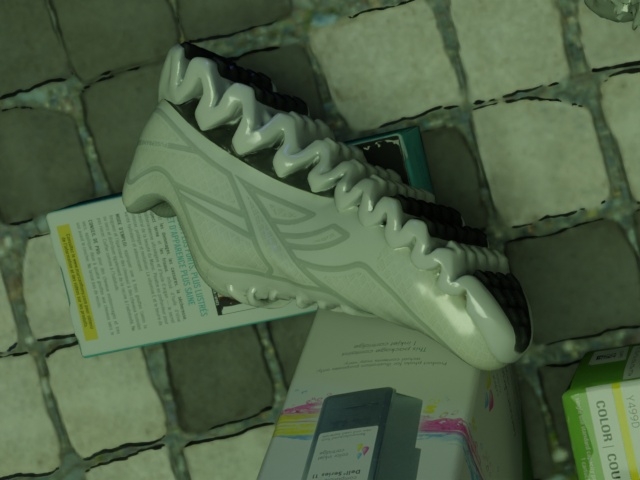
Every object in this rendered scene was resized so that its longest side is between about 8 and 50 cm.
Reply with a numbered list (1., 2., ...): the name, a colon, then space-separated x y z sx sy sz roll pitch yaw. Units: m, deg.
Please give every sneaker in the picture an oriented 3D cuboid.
1. sneaker: 0.000 0.000 1.112 0.292 0.110 0.118 37 99 30

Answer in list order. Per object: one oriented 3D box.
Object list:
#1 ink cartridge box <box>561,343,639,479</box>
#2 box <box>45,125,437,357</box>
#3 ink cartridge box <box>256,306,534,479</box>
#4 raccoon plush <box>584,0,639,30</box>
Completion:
1. ink cartridge box: 0.293 0.146 1.148 0.255 0.097 0.188 -11 97 17
2. box: -0.046 0.001 1.225 0.244 0.060 0.100 -12 97 16
3. ink cartridge box: 0.042 0.197 1.062 0.119 0.353 0.207 -4 119 15
4. raccoon plush: 0.186 -0.255 0.963 0.299 0.446 0.216 33 74 6
